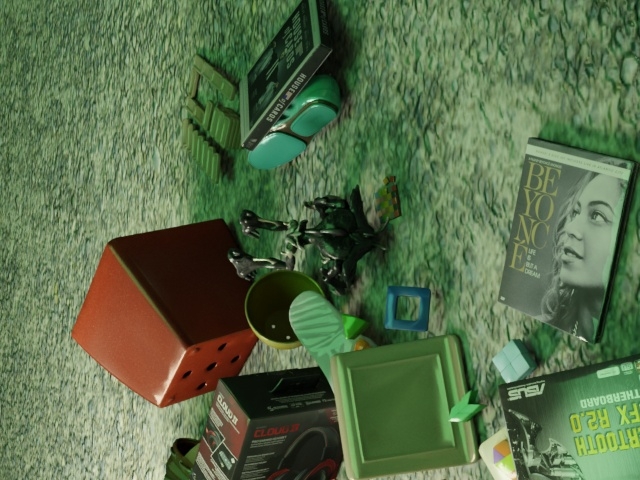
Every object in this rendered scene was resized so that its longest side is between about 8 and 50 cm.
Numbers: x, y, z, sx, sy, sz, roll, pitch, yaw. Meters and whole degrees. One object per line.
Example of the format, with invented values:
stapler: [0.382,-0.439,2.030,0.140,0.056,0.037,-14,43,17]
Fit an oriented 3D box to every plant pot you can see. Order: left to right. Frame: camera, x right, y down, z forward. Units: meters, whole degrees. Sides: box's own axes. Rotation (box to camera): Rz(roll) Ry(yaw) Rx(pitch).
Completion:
plant pot: [-0.262,0.150,1.797,0.236,0.267,0.267,50,130,26]
plant pot: [-0.059,0.129,1.618,0.095,0.134,0.134,97,155,-61]

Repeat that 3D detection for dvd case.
dvd case: [-0.062,-0.287,1.609,0.239,0.029,0.179,-48,32,34]
dvd case: [0.297,-0.004,1.188,0.164,0.018,0.221,25,111,52]

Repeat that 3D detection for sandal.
sandal: [0.054,0.182,1.483,0.102,0.076,0.265,-44,64,17]

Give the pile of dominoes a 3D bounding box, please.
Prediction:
pile of dominoes: [-0.211,-0.240,1.911,0.251,0.040,0.196,47,128,54]

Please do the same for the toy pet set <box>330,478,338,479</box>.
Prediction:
toy pet set: [0.007,0.454,1.526,0.114,0.065,0.122,41,95,30]

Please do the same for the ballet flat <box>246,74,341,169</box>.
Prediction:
ballet flat: [-0.040,-0.202,1.628,0.247,0.083,0.087,-33,40,50]

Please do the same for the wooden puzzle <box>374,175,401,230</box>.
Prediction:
wooden puzzle: [0.102,-0.056,1.474,0.049,0.006,0.083,-23,72,53]

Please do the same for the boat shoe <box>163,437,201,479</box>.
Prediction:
boat shoe: [-0.208,0.433,1.825,0.324,0.123,0.117,-6,84,53]

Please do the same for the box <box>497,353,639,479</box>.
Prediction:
box: [0.323,0.229,1.085,0.231,0.056,0.183,-21,72,42]

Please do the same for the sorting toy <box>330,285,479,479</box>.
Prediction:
sorting toy: [0.119,0.239,1.373,0.196,0.047,0.348,-12,77,17]

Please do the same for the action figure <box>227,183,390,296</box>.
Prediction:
action figure: [0.000,0.000,1.515,0.275,0.141,0.164,0,81,29]

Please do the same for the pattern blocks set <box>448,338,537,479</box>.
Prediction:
pattern blocks set: [0.276,0.300,1.195,0.325,0.026,0.285,52,126,37]

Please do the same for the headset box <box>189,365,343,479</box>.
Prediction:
headset box: [-0.075,0.330,1.546,0.110,0.218,0.293,44,124,44]
